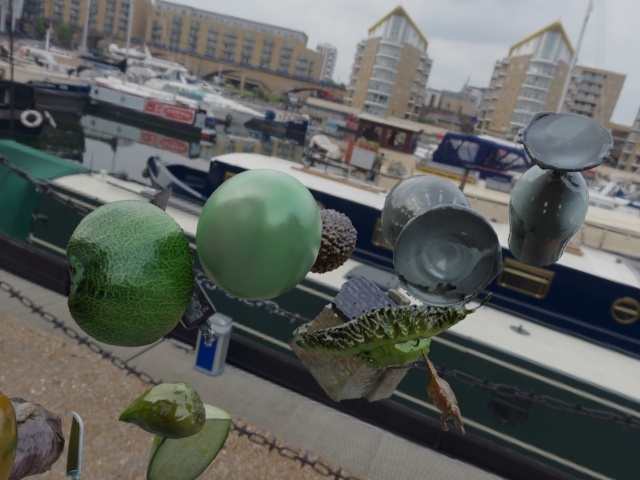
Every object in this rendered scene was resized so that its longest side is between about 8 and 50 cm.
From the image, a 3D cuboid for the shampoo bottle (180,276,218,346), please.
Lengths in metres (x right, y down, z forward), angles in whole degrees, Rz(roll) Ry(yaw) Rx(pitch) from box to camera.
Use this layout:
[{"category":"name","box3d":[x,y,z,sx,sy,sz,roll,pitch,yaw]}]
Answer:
[{"category":"shampoo bottle","box3d":[-0.373,0.156,1.385,0.098,0.309,0.071,-35,24,-24]}]

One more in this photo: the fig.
[{"category":"fig","box3d":[-0.442,0.478,1.428,0.234,0.166,0.167,15,15,17]}]

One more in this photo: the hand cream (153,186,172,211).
[{"category":"hand cream","box3d":[-0.567,-0.126,1.754,0.067,0.209,0.043,-30,81,-33]}]

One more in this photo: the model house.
[{"category":"model house","box3d":[0.132,0.234,1.258,0.299,0.284,0.243,13,31,-54]}]

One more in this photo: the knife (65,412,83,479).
[{"category":"knife","box3d":[-0.735,0.680,1.472,0.027,0.061,0.342,36,36,-52]}]

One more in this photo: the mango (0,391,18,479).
[{"category":"mango","box3d":[-0.385,0.233,0.529,0.111,0.163,0.089,-5,-4,-16]}]

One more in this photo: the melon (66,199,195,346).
[{"category":"melon","box3d":[-0.308,0.055,0.816,0.129,0.264,0.169,-4,-1,23]}]

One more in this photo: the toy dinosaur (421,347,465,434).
[{"category":"toy dinosaur","box3d":[0.179,0.218,0.753,0.039,0.126,0.161,-20,56,1]}]

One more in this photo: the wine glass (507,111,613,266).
[{"category":"wine glass","box3d":[0.300,-0.056,0.655,0.103,0.222,0.103,-6,53,8]}]

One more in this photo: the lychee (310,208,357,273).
[{"category":"lychee","box3d":[0.000,0.000,1.413,0.200,0.199,0.238,8,6,-21]}]

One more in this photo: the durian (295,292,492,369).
[{"category":"durian","box3d":[0.129,0.172,0.905,0.376,0.132,0.106,-14,35,17]}]

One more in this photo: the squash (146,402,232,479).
[{"category":"squash","box3d":[-0.465,0.719,1.676,0.234,0.308,0.210,20,-10,-40]}]

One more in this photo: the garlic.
[{"category":"garlic","box3d":[-0.780,0.497,1.296,0.245,0.160,0.245,34,-2,1]}]

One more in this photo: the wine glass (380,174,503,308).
[{"category":"wine glass","box3d":[0.141,-0.015,0.641,0.127,0.126,0.241,13,16,-1]}]

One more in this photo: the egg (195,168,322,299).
[{"category":"egg","box3d":[-0.109,-0.010,0.888,0.221,0.269,0.220,7,58,-11]}]
